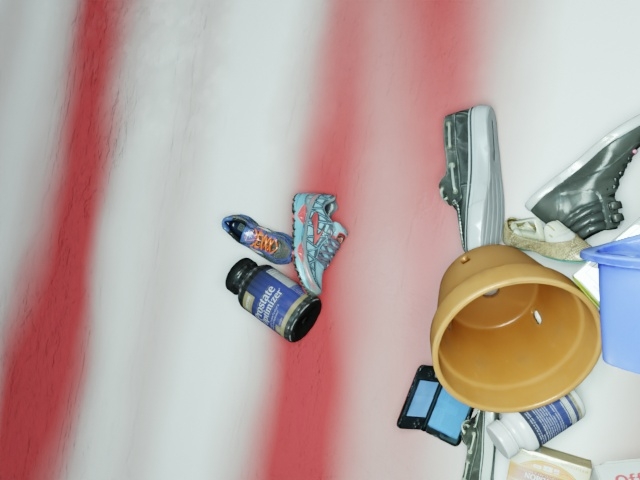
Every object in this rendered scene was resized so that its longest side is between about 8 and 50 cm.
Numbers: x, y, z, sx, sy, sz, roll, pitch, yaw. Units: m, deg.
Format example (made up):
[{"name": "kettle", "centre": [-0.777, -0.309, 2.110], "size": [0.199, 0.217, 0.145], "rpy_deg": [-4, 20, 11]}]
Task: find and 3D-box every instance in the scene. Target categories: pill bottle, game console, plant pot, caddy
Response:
[{"name": "pill bottle", "centre": [-0.115, 0.133, 1.394], "size": [0.219, 0.122, 0.123], "rpy_deg": [31, 99, 24]}, {"name": "game console", "centre": [0.245, 0.344, 1.230], "size": [0.085, 0.124, 0.144], "rpy_deg": [25, 96, 51]}, {"name": "pill bottle", "centre": [0.401, 0.335, 1.115], "size": [0.169, 0.094, 0.094], "rpy_deg": [-30, 72, -8]}, {"name": "plant pot", "centre": [0.337, 0.140, 1.095], "size": [0.290, 0.203, 0.291], "rpy_deg": [0, 119, 1]}, {"name": "caddy", "centre": [0.483, 0.062, 0.684], "size": [0.341, 0.241, 0.179], "rpy_deg": [5, 95, 26]}]

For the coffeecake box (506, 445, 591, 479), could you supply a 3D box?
[{"name": "coffeecake box", "centre": [0.428, 0.497, 1.136], "size": [0.142, 0.068, 0.186], "rpy_deg": [11, 91, 25]}]

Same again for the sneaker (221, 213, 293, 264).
[{"name": "sneaker", "centre": [-0.156, -0.001, 1.444], "size": [0.221, 0.087, 0.083], "rpy_deg": [23, 96, 25]}]

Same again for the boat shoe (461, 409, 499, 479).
[{"name": "boat shoe", "centre": [0.318, 0.395, 1.192], "size": [0.070, 0.077, 0.220], "rpy_deg": [5, 89, 24]}]

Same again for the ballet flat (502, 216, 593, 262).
[{"name": "ballet flat", "centre": [0.426, -0.008, 1.131], "size": [0.206, 0.073, 0.067], "rpy_deg": [15, 126, 57]}]

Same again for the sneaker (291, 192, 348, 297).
[{"name": "sneaker", "centre": [0.000, 0.000, 1.342], "size": [0.125, 0.104, 0.262], "rpy_deg": [-7, 66, 8]}]

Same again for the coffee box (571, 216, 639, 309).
[{"name": "coffee box", "centre": [0.644, 0.072, 0.924], "size": [0.334, 0.337, 0.338], "rpy_deg": [-46, 70, 16]}]

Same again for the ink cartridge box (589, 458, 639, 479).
[{"name": "ink cartridge box", "centre": [0.582, 0.509, 0.918], "size": [0.226, 0.131, 0.306], "rpy_deg": [-7, 42, 6]}]

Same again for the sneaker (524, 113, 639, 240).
[{"name": "sneaker", "centre": [0.551, -0.110, 1.119], "size": [0.295, 0.104, 0.147], "rpy_deg": [-44, 71, 22]}]

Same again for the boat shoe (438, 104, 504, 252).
[{"name": "boat shoe", "centre": [0.309, -0.113, 1.235], "size": [0.119, 0.121, 0.336], "rpy_deg": [-5, 75, 35]}]
